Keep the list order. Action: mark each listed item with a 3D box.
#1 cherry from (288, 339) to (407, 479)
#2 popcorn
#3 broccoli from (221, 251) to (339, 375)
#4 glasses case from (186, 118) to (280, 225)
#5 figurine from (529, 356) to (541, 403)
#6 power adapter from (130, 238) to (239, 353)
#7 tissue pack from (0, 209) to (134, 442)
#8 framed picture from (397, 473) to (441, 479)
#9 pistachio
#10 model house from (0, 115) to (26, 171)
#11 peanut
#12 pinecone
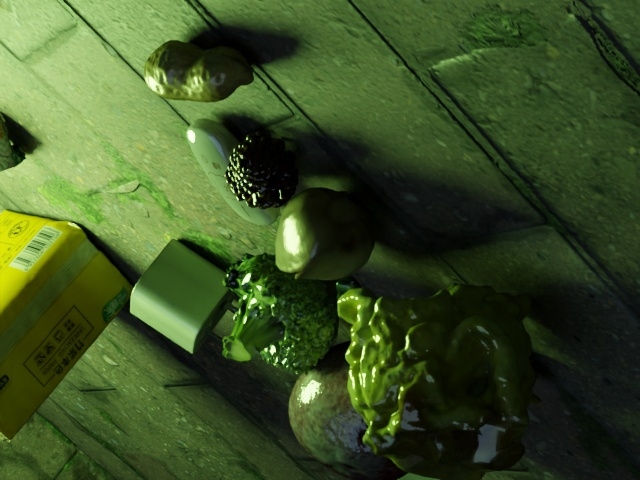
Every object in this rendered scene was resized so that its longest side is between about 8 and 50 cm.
[{"bbox_3d":[0.077,0.257,1.955,0.230,0.203,0.300,43,146,1],"label":"cherry"},{"bbox_3d":[0.156,0.171,1.628,0.292,0.237,0.293,10,135,11],"label":"popcorn"},{"bbox_3d":[-0.071,0.111,1.923,0.226,0.176,0.198,-25,101,35],"label":"broccoli"},{"bbox_3d":[-0.121,-0.093,1.776,0.074,0.049,0.193,11,144,42],"label":"glasses case"},{"bbox_3d":[0.235,0.194,1.776,0.154,0.098,0.082,24,149,29],"label":"figurine"},{"bbox_3d":[-0.200,0.114,2.129,0.205,0.130,0.125,34,154,7],"label":"power adapter"},{"bbox_3d":[-0.589,0.153,2.385,0.293,0.382,0.228,10,143,43],"label":"tissue pack"},{"bbox_3d":[0.135,0.422,2.374,0.347,0.016,0.265,34,154,5],"label":"framed picture"},{"bbox_3d":[0.000,0.000,1.699,0.129,0.131,0.206,44,160,1],"label":"pistachio"},{"bbox_3d":[-0.563,-0.167,2.169,0.101,0.087,0.100,-118,6,-77],"label":"model house"},{"bbox_3d":[-0.157,-0.213,1.594,0.174,0.080,0.080,7,142,39],"label":"peanut"},{"bbox_3d":[-0.078,-0.088,1.690,0.102,0.102,0.109,29,164,15],"label":"pinecone"}]
